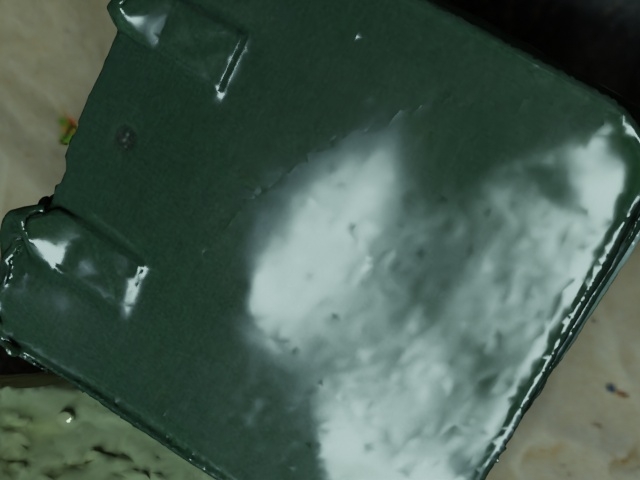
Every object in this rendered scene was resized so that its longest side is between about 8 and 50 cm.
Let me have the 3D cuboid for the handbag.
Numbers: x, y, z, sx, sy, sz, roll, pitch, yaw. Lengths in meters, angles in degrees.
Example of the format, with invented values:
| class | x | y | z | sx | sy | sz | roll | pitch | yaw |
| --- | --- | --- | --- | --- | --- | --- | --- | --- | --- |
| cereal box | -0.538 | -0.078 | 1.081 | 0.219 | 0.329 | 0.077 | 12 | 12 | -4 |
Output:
| class | x | y | z | sx | sy | sz | roll | pitch | yaw |
| --- | --- | --- | --- | --- | --- | --- | --- | --- | --- |
| handbag | -0.006 | -0.005 | 0.611 | 0.260 | 0.079 | 0.247 | 31 | 109 | 11 |

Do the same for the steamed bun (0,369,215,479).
| class | x | y | z | sx | sy | sz | roll | pitch | yaw |
| --- | --- | --- | --- | --- | --- | --- | --- | --- | --- |
| steamed bun | -0.119 | 0.211 | 0.761 | 0.334 | 0.233 | 0.312 | 32 | 138 | 2 |
